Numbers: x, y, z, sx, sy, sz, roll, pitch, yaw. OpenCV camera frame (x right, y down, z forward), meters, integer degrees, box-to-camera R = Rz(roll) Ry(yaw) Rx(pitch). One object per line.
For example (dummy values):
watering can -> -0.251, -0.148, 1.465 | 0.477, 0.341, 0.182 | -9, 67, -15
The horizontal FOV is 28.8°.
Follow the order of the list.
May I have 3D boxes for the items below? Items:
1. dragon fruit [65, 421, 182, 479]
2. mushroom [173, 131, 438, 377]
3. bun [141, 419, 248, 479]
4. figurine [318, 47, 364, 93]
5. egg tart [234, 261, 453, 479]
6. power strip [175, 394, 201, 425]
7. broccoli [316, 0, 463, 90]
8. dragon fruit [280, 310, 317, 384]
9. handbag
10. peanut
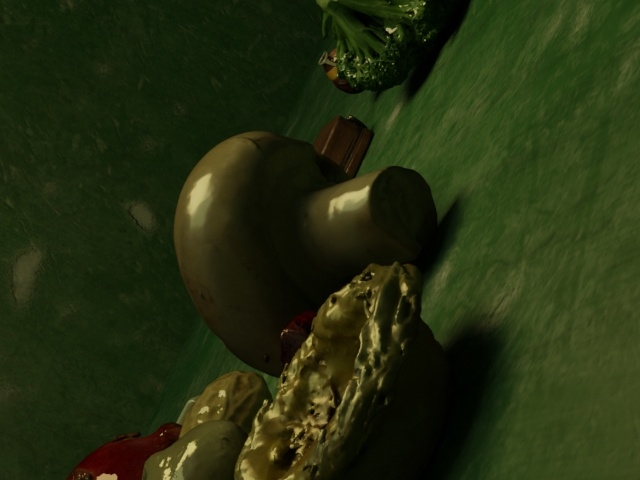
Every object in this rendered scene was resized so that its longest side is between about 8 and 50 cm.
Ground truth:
dragon fruit -> -0.268, 0.402, 1.727 | 0.315, 0.250, 0.250 | -48, 11, 8
mushroom -> 0.000, 0.000, 1.402 | 0.290, 0.292, 0.293 | -17, 36, 31
bun -> -0.115, 0.287, 1.202 | 0.231, 0.133, 0.231 | -7, -90, -86
figurine -> 0.098, -0.370, 2.219 | 0.240, 0.115, 0.175 | -57, 11, 4
egg tart -> 0.028, 0.145, 1.058 | 0.288, 0.118, 0.288 | -61, 7, 12
power strip -> -0.214, 0.379, 1.871 | 0.338, 0.098, 0.058 | -62, -16, 14
broccoli -> 0.092, -0.359, 1.895 | 0.261, 0.241, 0.269 | -24, 66, 47
dragon fruit -> 0.016, 0.146, 1.281 | 0.102, 0.096, 0.147 | -58, -31, -58
handbag -> 0.021, -0.138, 2.137 | 0.151, 0.072, 0.193 | -65, 7, -10
peanut -> -0.134, 0.284, 1.634 | 0.136, 0.120, 0.298 | -29, 26, 31
